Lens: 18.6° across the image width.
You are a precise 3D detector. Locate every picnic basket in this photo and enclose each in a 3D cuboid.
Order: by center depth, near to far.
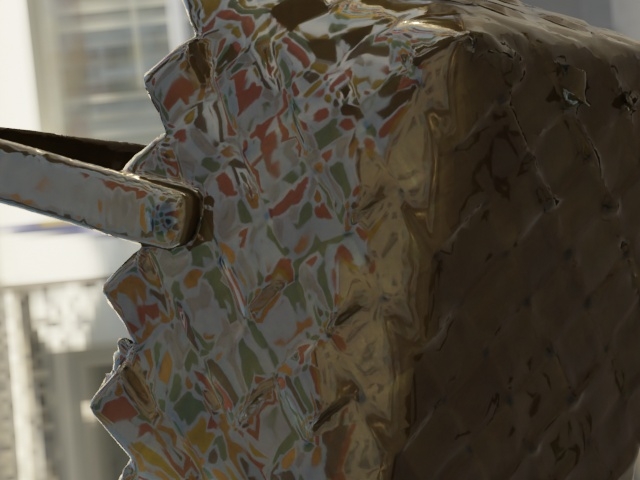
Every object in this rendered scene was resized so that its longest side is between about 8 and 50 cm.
[{"bbox_3d":[0.000,0.000,0.969,0.254,0.321,0.291,2,-79,-49],"label":"picnic basket"}]
